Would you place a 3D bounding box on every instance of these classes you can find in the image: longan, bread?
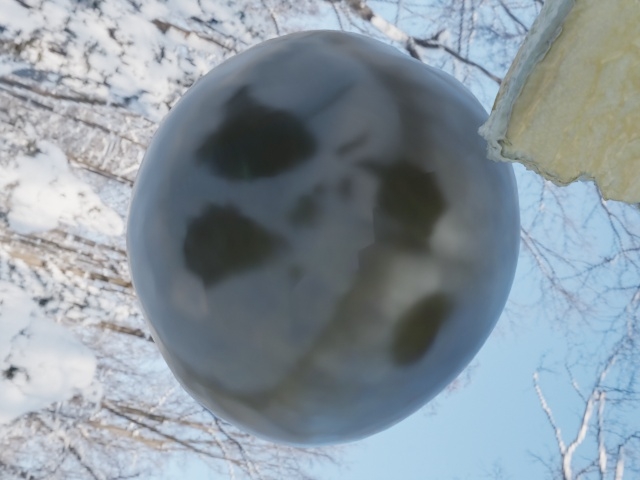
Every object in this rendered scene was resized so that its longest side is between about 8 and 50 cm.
[{"bbox_3d":[0.000,0.000,0.526,0.319,0.319,0.319,-38,-139,43],"label":"longan"},{"bbox_3d":[0.145,-0.071,0.317,0.082,0.125,0.106,-107,-142,-71],"label":"bread"}]
